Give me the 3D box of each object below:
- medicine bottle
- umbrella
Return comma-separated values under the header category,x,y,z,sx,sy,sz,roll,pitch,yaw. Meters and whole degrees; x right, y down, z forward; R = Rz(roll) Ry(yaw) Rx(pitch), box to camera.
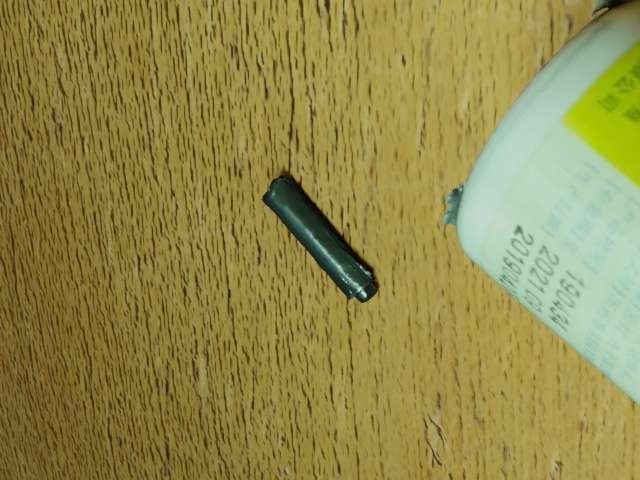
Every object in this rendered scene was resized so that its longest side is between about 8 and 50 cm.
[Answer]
category,x,y,z,sx,sy,sz,roll,pitch,yaw
medicine bottle,0.279,0.034,1.211,0.378,0.213,0.213,41,144,18
umbrella,0.000,0.001,1.687,0.133,0.031,0.036,50,173,6
